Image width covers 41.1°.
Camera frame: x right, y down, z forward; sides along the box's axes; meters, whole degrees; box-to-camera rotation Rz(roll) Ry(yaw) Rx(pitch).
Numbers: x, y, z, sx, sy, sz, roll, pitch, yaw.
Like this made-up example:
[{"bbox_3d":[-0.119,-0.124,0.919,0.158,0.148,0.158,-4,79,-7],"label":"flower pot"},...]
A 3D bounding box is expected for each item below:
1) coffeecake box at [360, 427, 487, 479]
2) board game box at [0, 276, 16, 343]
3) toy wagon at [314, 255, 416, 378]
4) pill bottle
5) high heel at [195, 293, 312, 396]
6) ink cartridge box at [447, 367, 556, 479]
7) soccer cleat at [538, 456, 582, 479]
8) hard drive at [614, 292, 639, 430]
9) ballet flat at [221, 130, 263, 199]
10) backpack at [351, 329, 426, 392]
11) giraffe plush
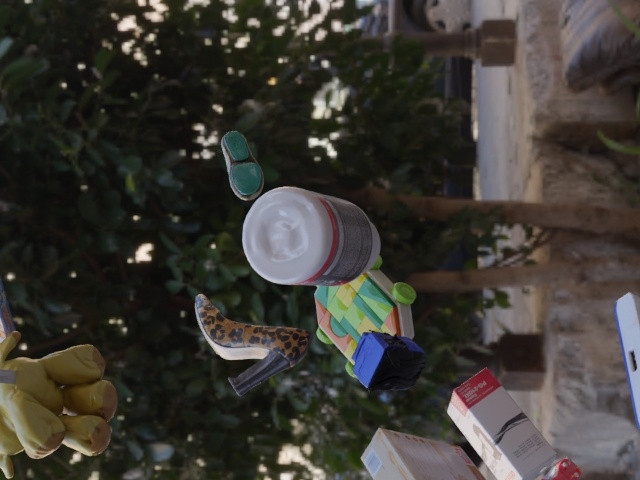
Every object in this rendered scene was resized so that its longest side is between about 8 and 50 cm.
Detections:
[{"bbox_3d":[0.179,0.386,1.375,0.068,0.185,0.142,-61,32,14],"label":"coffeecake box"},{"bbox_3d":[-0.547,0.098,1.294,0.201,0.136,0.035,103,170,-53],"label":"board game box"},{"bbox_3d":[0.074,0.149,2.012,0.068,0.344,0.267,-10,-43,-46],"label":"toy wagon"},{"bbox_3d":[0.000,0.000,1.644,0.318,0.176,0.177,8,-98,-64],"label":"pill bottle"},{"bbox_3d":[-0.139,0.171,1.730,0.261,0.186,0.093,54,173,35],"label":"high heel"},{"bbox_3d":[0.396,0.425,1.891,0.237,0.100,0.172,53,166,24],"label":"ink cartridge box"},{"bbox_3d":[0.550,0.601,2.038,0.248,0.083,0.095,-21,-35,-52],"label":"soccer cleat"},{"bbox_3d":[0.553,0.219,1.182,0.040,0.318,0.210,-48,26,41],"label":"hard drive"},{"bbox_3d":[-0.127,-0.114,1.412,0.052,0.057,0.168,92,166,-46],"label":"ballet flat"},{"bbox_3d":[0.127,0.212,1.548,0.101,0.120,0.098,51,122,48],"label":"backpack"},{"bbox_3d":[-0.416,0.250,1.217,0.170,0.210,0.181,-47,31,37],"label":"giraffe plush"}]
